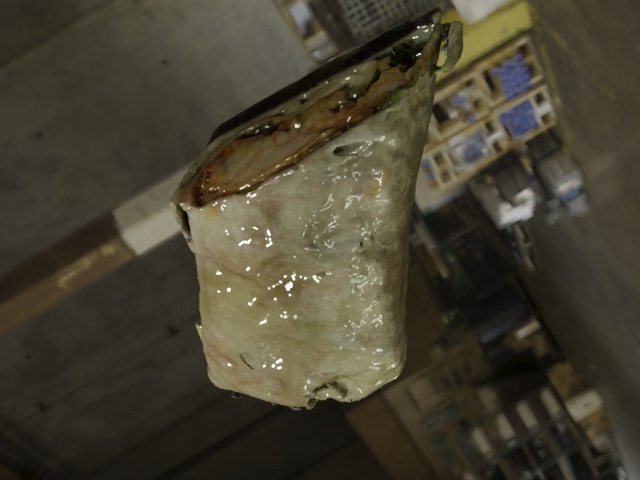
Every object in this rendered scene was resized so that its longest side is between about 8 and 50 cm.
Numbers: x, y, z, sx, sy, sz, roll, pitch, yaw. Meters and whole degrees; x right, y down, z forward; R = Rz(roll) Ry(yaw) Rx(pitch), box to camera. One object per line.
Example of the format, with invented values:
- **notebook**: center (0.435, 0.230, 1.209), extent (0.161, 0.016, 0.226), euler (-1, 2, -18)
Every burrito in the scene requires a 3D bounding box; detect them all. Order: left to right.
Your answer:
- **burrito**: center (-0.013, 0.000, 0.778), extent (0.347, 0.175, 0.107), euler (95, 166, -48)
